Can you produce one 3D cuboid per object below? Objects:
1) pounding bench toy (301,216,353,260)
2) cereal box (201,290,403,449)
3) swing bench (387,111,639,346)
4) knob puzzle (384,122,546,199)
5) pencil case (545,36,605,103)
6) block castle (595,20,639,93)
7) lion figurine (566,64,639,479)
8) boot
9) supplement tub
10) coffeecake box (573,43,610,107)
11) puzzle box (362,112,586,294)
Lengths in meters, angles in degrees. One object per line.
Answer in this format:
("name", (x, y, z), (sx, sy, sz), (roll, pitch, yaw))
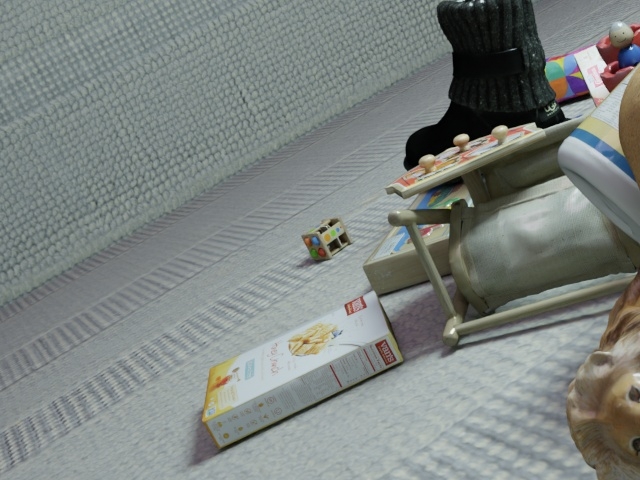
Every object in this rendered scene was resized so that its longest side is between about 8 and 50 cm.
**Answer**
("pounding bench toy", (0.000, 0.000, 1.731), (0.065, 0.052, 0.083), (-36, 15, -31))
("cereal box", (-0.024, 0.151, 1.212), (0.240, 0.047, 0.173), (-27, 13, 3))
("swing bench", (0.256, -0.031, 1.122), (0.253, 0.165, 0.255), (-19, 10, 33))
("knob puzzle", (0.162, -0.105, 1.181), (0.213, 0.030, 0.213), (-24, 8, 4))
("pencil case", (0.467, -0.315, 1.925), (0.236, 0.104, 0.104), (-10, 22, 48))
("block castle", (0.596, -0.287, 1.306), (0.453, 0.212, 0.303), (-22, 14, 22))
("lion figurine", (0.291, -0.018, 0.734), (0.240, 0.392, 0.142), (-8, -26, 18))
("boot", (0.218, -0.236, 1.514), (0.131, 0.260, 0.348), (-36, 17, -35))
("supplement tub", (0.322, -0.098, 0.868), (0.199, 0.144, 0.144), (-46, 12, 6))
("coffeecake box", (0.515, -0.269, 1.579), (0.186, 0.068, 0.142), (-24, 46, 16))
("puzzle box", (0.249, -0.062, 1.482), (0.272, 0.052, 0.409), (-19, 15, 29))
